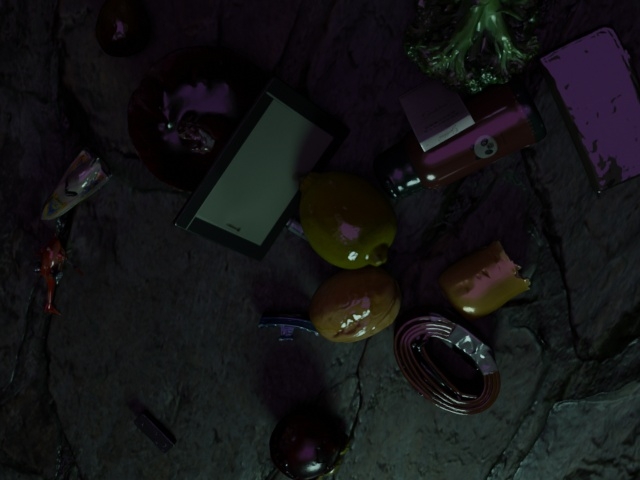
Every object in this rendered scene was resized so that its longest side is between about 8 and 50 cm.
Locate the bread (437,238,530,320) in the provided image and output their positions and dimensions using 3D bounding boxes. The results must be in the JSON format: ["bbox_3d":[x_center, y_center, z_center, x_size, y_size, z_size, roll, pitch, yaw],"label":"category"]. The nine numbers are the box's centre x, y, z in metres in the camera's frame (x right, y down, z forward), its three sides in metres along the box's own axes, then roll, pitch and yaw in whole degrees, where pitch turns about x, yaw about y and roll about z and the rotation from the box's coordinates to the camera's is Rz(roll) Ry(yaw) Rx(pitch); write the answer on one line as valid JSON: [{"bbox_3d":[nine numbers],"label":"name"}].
[{"bbox_3d":[0.342,0.090,1.626,0.173,0.085,0.134,-37,97,13],"label":"bread"}]

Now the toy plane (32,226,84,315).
[{"bbox_3d":[-0.614,0.080,1.739,0.126,0.077,0.194,39,114,5],"label":"toy plane"}]

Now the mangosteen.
[{"bbox_3d":[-0.022,0.467,1.732,0.166,0.166,0.180,-41,121,14],"label":"mangosteen"}]

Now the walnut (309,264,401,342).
[{"bbox_3d":[0.071,0.135,1.633,0.206,0.159,0.159,-31,99,19],"label":"walnut"}]

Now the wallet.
[{"bbox_3d":[0.565,-0.263,1.537,0.165,0.042,0.309,-26,99,14],"label":"wallet"}]

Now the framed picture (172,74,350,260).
[{"bbox_3d":[-0.110,-0.132,1.541,0.016,0.265,0.347,41,100,39],"label":"framed picture"}]

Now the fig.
[{"bbox_3d":[-0.407,-0.452,1.565,0.109,0.103,0.155,-14,112,-13],"label":"fig"}]

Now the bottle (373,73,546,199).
[{"bbox_3d":[0.266,-0.193,1.534,0.336,0.144,0.144,-26,100,12],"label":"bottle"}]

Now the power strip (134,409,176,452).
[{"bbox_3d":[-0.391,0.453,1.826,0.038,0.029,0.111,-42,94,14],"label":"power strip"}]

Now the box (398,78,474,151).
[{"bbox_3d":[0.223,-0.254,1.501,0.109,0.198,0.029,-29,124,12],"label":"box"}]

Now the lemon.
[{"bbox_3d":[0.051,-0.046,1.578,0.184,0.184,0.248,-44,78,14],"label":"lemon"}]

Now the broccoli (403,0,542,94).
[{"bbox_3d":[0.284,-0.412,1.445,0.269,0.241,0.261,-33,78,-16],"label":"broccoli"}]

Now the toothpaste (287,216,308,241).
[{"bbox_3d":[0.000,0.000,1.670,0.204,0.031,0.049,30,108,-3],"label":"toothpaste"}]

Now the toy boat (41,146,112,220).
[{"bbox_3d":[-0.541,-0.111,1.684,0.210,0.066,0.084,-42,95,15],"label":"toy boat"}]

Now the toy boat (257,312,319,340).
[{"bbox_3d":[-0.071,0.192,1.710,0.137,0.060,0.061,2,85,0],"label":"toy boat"}]

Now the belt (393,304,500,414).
[{"bbox_3d":[0.274,0.256,1.666,0.184,0.105,0.261,-40,96,12],"label":"belt"}]

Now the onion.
[{"bbox_3d":[-0.223,-0.233,1.531,0.314,0.232,0.314,-5,113,-13],"label":"onion"}]
